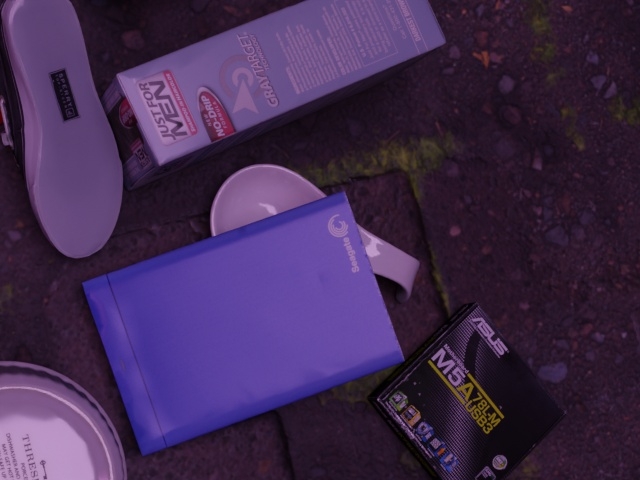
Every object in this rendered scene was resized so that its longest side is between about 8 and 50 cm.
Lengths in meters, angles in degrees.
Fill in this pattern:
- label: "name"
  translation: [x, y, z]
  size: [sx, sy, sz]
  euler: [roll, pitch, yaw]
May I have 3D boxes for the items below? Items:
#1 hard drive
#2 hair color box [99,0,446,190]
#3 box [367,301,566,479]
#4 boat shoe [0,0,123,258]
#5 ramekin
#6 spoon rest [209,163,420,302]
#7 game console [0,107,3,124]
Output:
- label: "hard drive"
  translation: [-0.088, 0.094, 1.491]
  size: [0.318, 0.040, 0.210]
  euler: [-19, 89, -5]
- label: "hair color box"
  translation: [-0.063, -0.190, 1.505]
  size: [0.374, 0.185, 0.114]
  euler: [-26, 92, -20]
- label: "box"
  translation: [0.184, 0.206, 1.610]
  size: [0.184, 0.045, 0.191]
  euler: [-40, 97, -17]
- label: "boat shoe"
  translation: [-0.309, -0.133, 1.456]
  size: [0.113, 0.105, 0.306]
  euler: [-25, 111, -30]
- label: "ramekin"
  translation: [-0.334, 0.260, 1.382]
  size: [0.272, 0.127, 0.273]
  euler: [3, 82, -18]
- label: "spoon rest"
  translation: [0.000, 0.000, 1.556]
  size: [0.276, 0.084, 0.137]
  euler: [21, 76, -16]
- label: "game console"
  translation: [-0.384, -0.225, 1.492]
  size: [0.124, 0.085, 0.144]
  euler: [33, 70, 21]
